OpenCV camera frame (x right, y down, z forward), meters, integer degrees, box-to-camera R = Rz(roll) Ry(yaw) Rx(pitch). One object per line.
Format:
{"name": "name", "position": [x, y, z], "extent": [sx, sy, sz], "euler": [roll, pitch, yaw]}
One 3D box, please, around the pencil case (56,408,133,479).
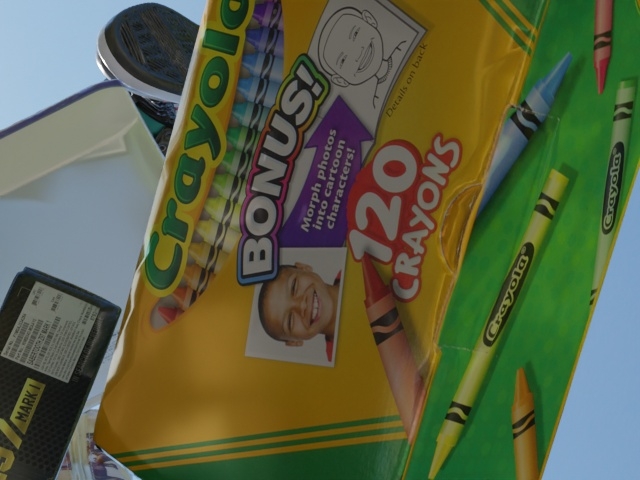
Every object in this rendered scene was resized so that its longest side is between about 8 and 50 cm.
{"name": "pencil case", "position": [-0.292, 0.388, 1.601], "extent": [0.159, 0.410, 0.184], "euler": [2, -57, -20]}

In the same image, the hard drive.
{"name": "hard drive", "position": [-0.174, 0.033, 0.832], "extent": [0.210, 0.319, 0.040], "euler": [-27, -115, -3]}

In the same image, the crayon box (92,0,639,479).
{"name": "crayon box", "position": [0.022, -0.021, 0.464], "extent": [0.165, 0.081, 0.279], "euler": [23, -80, 46]}

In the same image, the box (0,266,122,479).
{"name": "box", "position": [-0.179, 0.154, 0.612], "extent": [0.059, 0.233, 0.183], "euler": [24, -38, -9]}

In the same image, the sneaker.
{"name": "sneaker", "position": [-0.176, -0.154, 1.298], "extent": [0.178, 0.295, 0.124], "euler": [-32, -100, 25]}
